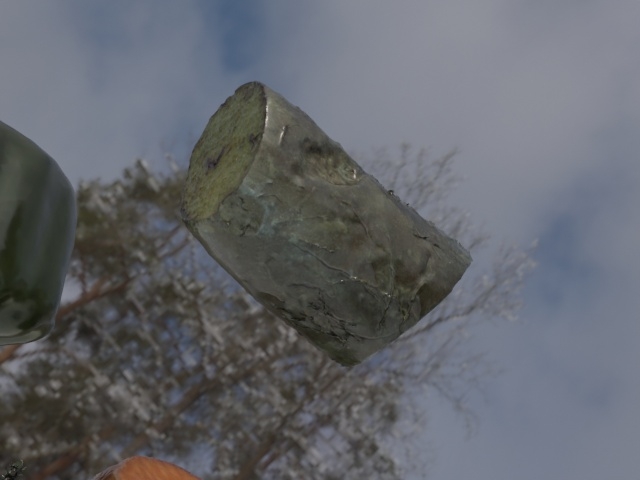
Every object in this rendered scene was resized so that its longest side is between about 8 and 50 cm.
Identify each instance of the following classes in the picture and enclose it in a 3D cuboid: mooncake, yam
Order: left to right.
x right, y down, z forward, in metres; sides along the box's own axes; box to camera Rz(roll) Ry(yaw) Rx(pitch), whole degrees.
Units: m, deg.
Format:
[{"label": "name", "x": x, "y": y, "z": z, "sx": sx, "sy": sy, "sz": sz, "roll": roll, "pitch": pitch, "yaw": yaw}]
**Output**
[{"label": "mooncake", "x": -0.410, "y": -0.003, "z": 1.173, "sx": 0.351, "sy": 0.187, "sz": 0.351, "roll": 11, "pitch": -25, "yaw": 5}, {"label": "yam", "x": 0.000, "y": 0.000, "z": 1.041, "sx": 0.254, "sy": 0.154, "sz": 0.154, "roll": 41, "pitch": -39, "yaw": -22}]

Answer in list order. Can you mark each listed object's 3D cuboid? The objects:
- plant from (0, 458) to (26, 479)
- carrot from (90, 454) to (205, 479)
[{"label": "plant", "x": -0.430, "y": 0.329, "z": 1.651, "sx": 0.051, "sy": 0.102, "sz": 0.051, "roll": 27, "pitch": -47, "yaw": 33}, {"label": "carrot", "x": -0.105, "y": 0.333, "z": 1.212, "sx": 0.100, "sy": 0.258, "sz": 0.307, "roll": -39, "pitch": -82, "yaw": 11}]
